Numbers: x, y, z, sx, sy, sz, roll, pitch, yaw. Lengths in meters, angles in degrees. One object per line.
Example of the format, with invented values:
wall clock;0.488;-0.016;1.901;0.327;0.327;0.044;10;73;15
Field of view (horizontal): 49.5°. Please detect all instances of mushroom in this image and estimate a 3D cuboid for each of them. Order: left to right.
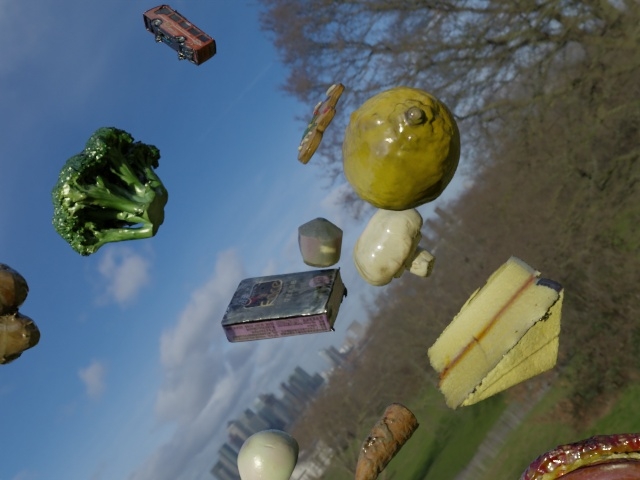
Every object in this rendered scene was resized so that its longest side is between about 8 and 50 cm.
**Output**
mushroom;0.228;0.023;2.016;0.254;0.234;0.260;-57;-4;-35

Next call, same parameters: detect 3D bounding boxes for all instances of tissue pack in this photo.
tissue pack;-0.113;0.209;2.225;0.259;0.361;0.122;-66;-35;-57

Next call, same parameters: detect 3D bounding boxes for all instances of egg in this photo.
egg;-0.197;0.740;2.406;0.206;0.162;0.271;-48;20;8

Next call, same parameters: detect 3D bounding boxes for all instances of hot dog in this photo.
hot dog;0.563;0.495;1.366;0.405;0.223;0.185;-21;14;19

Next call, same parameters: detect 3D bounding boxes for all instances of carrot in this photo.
carrot;0.155;0.528;1.755;0.263;0.102;0.102;-46;-9;-42

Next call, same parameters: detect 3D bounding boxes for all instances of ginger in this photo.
ginger;-0.781;0.153;1.632;0.155;0.245;0.304;-15;-71;-68

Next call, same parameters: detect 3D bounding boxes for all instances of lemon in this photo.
lemon;0.176;-0.197;1.530;0.285;0.285;0.316;-54;-1;19

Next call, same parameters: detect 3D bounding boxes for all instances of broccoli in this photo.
broccoli;-0.471;-0.101;1.556;0.265;0.245;0.294;70;-147;-80

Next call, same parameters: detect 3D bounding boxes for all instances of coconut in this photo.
coconut;0.000;0.000;2.238;0.147;0.147;0.152;-41;-42;-53

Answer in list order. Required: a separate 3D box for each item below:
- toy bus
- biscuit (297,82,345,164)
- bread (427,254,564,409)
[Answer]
toy bus;-0.393;-0.571;1.925;0.096;0.235;0.073;-36;-27;-27
biscuit;-0.009;-0.347;2.079;0.197;0.049;0.301;-50;16;51
bread;0.443;0.228;1.853;0.405;0.242;0.346;-12;15;-17
